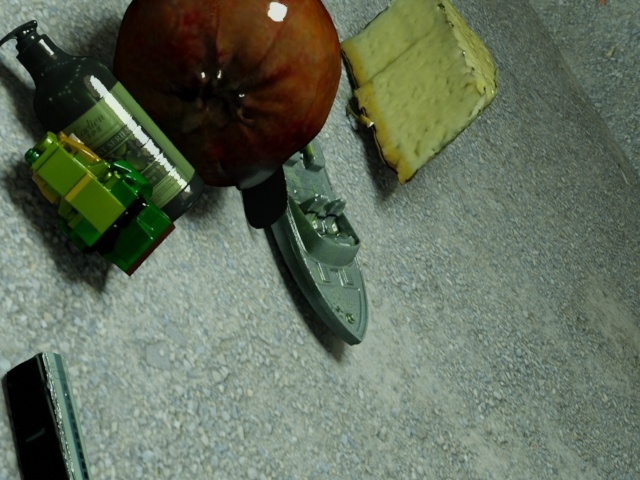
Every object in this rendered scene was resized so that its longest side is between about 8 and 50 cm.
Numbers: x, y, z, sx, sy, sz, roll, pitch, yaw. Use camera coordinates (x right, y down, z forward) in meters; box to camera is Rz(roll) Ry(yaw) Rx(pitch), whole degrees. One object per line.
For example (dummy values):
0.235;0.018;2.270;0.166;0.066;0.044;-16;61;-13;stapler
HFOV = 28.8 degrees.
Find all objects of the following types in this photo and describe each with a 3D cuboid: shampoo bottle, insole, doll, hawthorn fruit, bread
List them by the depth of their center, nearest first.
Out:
-0.247;-0.045;1.371;0.186;0.106;0.134;43;3;7;doll
-0.259;-0.138;1.456;0.284;0.101;0.101;50;29;-16;shampoo bottle
-0.121;-0.233;1.598;0.308;0.308;0.325;47;1;-21;hawthorn fruit
-0.091;-0.163;1.752;0.007;0.109;0.322;20;50;-46;insole
0.151;-0.275;2.108;0.279;0.248;0.315;53;15;-1;bread

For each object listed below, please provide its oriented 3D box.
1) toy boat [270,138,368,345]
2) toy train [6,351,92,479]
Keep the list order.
0.000;0.000;1.753;0.141;0.092;0.320;8;57;-54;toy boat
-0.243;0.231;1.178;0.048;0.055;0.252;27;41;-59;toy train
